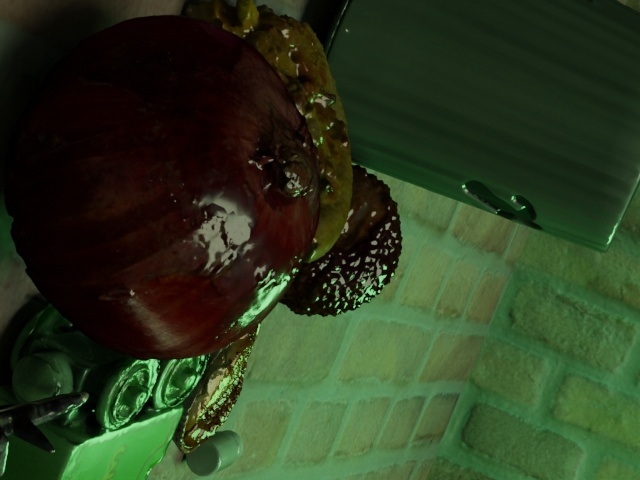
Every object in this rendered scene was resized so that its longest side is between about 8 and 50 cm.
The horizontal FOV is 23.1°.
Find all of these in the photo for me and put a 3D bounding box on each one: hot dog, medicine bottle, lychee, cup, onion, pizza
[{"bbox_3d":[-0.120,0.161,1.825,0.192,0.053,0.099,-62,159,-22],"label":"hot dog"},{"bbox_3d":[-0.129,0.261,1.933,0.047,0.047,0.083,-70,163,10],"label":"medicine bottle"},{"bbox_3d":[0.000,0.000,1.795,0.188,0.188,0.188,-56,160,-33],"label":"lychee"},{"bbox_3d":[0.217,-0.199,1.835,0.401,0.392,0.310,-50,162,-56],"label":"cup"},{"bbox_3d":[-0.117,-0.046,1.243,0.276,0.276,0.276,-56,160,-33],"label":"onion"},{"bbox_3d":[-0.020,-0.104,1.518,0.268,0.087,0.257,-6,78,-74],"label":"pizza"}]

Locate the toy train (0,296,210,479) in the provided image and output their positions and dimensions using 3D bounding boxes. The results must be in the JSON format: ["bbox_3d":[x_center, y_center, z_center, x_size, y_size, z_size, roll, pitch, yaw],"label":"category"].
[{"bbox_3d":[-0.209,0.149,1.424,0.188,0.132,0.243,-66,161,14],"label":"toy train"}]

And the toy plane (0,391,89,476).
[{"bbox_3d":[-0.268,0.160,1.197,0.262,0.088,0.192,-11,124,-42],"label":"toy plane"}]
